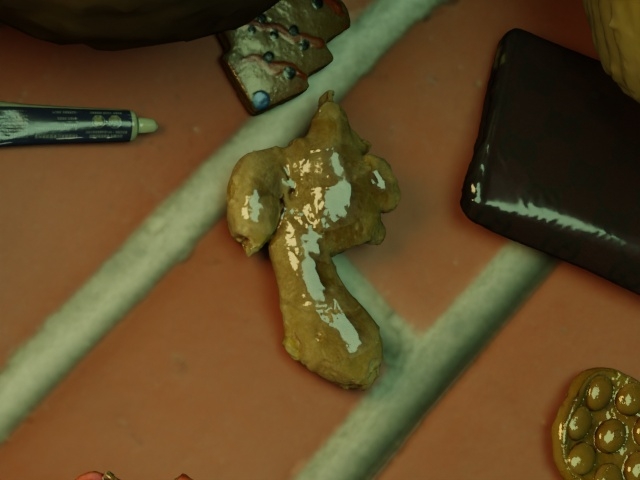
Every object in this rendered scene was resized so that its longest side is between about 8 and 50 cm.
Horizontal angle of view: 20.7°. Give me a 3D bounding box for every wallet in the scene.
[{"bbox_3d":[0.227,-0.057,1.411,0.229,0.049,0.182,22,71,-16],"label":"wallet"}]

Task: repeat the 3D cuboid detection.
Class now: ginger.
[{"bbox_3d":[0.010,0.003,1.299,0.133,0.059,0.214,-26,89,-21],"label":"ginger"}]

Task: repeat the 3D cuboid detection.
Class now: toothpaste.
[{"bbox_3d":[-0.184,-0.083,1.255,0.140,0.021,0.037,-1,81,-21],"label":"toothpaste"}]

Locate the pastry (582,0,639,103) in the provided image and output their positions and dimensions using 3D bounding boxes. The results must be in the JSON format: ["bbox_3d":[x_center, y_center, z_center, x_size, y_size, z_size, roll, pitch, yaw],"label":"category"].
[{"bbox_3d":[0.381,-0.247,1.325,0.388,0.388,0.312,-20,128,-25],"label":"pastry"}]

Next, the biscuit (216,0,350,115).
[{"bbox_3d":[-0.034,-0.155,1.334,0.119,0.019,0.130,16,74,-19],"label":"biscuit"}]

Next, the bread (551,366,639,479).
[{"bbox_3d":[0.227,0.154,1.379,0.110,0.024,0.110,4,79,-23],"label":"bread"}]

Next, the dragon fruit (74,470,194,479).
[{"bbox_3d":[-0.130,0.260,1.098,0.224,0.227,0.224,29,29,-18],"label":"dragon fruit"}]

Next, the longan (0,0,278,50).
[{"bbox_3d":[-0.155,-0.331,1.118,0.436,0.404,0.404,36,68,-21],"label":"longan"}]
